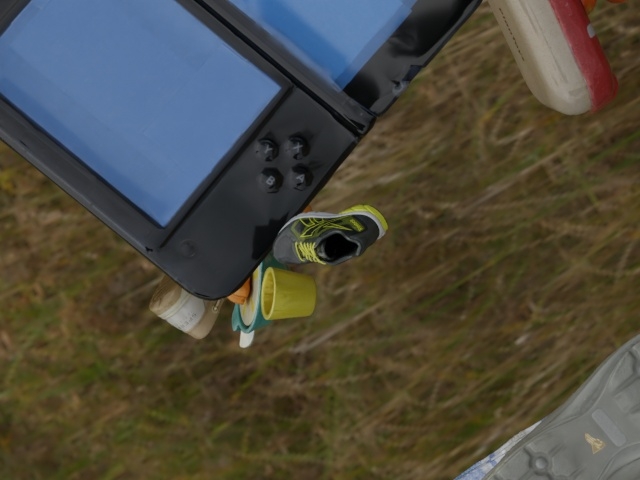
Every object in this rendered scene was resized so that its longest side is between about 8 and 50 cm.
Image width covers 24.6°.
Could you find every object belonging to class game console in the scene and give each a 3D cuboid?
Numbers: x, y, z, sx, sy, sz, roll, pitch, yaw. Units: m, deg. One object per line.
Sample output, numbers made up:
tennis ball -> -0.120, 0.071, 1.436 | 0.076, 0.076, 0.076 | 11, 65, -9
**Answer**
game console -> -0.093, -0.144, 0.917 | 0.293, 0.250, 0.173 | 39, 171, -2

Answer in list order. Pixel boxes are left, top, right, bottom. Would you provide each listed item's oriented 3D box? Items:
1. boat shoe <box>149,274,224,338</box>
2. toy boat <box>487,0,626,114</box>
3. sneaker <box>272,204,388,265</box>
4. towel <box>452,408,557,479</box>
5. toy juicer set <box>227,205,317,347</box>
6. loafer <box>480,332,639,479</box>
boat shoe -> -0.096, 0.027, 1.292 | 0.063, 0.170, 0.059 | -34, 108, 35
toy boat -> 0.253, -0.248, 1.460 | 0.231, 0.151, 0.151 | 63, 180, -13
sneaker -> 0.000, 0.000, 0.902 | 0.083, 0.035, 0.031 | -18, 110, 36
towel -> 0.236, 0.321, 1.600 | 0.285, 0.034, 0.209 | -40, 75, 29
toy juicer set -> -0.090, 0.026, 2.031 | 0.329, 0.090, 0.209 | 146, 126, -70
loafer -> 0.274, 0.163, 1.328 | 0.319, 0.111, 0.112 | -36, 78, 8
